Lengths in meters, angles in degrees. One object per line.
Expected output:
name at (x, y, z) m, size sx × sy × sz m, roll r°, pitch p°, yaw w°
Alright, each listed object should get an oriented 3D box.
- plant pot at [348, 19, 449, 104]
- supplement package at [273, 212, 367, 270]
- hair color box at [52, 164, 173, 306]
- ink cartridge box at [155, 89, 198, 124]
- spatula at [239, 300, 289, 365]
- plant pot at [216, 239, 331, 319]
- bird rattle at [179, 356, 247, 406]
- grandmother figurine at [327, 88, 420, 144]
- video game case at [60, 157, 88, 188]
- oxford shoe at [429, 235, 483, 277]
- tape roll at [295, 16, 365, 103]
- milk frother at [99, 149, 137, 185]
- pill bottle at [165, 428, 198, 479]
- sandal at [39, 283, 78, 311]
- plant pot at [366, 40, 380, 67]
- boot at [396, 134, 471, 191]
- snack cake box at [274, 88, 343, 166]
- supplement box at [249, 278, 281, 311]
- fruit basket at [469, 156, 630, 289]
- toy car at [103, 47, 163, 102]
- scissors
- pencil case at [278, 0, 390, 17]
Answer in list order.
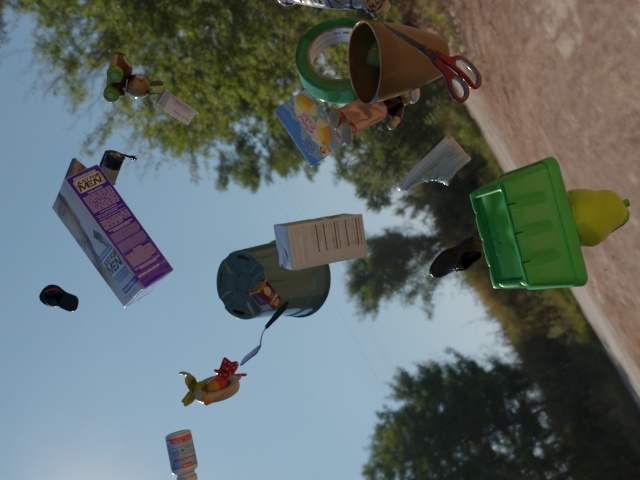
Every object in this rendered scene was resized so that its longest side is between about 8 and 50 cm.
plant pot at (0.241, -0.531, 1.807) m, size 0.237 × 0.254 × 0.237 m, roll 171°, pitch 90°, yaw -72°
supplement package at (0.000, 0.000, 1.852) m, size 0.139 × 0.244 × 0.134 m, roll -170°, pitch 72°, yaw -69°
hair color box at (-0.551, -0.007, 1.614) m, size 0.110 × 0.185 × 0.339 m, roll -35°, pitch -90°, yaw -39°
ink cartridge box at (-0.547, -0.506, 2.336) m, size 0.115 × 0.067 × 0.198 m, roll 31°, pitch -176°, yaw -31°
spatula at (-0.194, 0.325, 2.134) m, size 0.030 × 0.296 × 0.084 m, roll 32°, pitch -164°, yaw -4°
plant pot at (-0.193, 0.149, 2.324) m, size 0.334 × 0.341 × 0.341 m, roll -5°, pitch -118°, yaw -55°
bird rattle at (-0.370, 0.524, 2.185) m, size 0.207 × 0.253 × 0.143 m, roll 18°, pitch 111°, yaw 58°
grandmother figurine at (0.184, -0.436, 1.978) m, size 0.208 × 0.342 × 0.104 m, roll 57°, pitch 153°, yaw 9°
video game case at (-0.709, -0.156, 1.869) m, size 0.166 × 0.015 × 0.119 m, roll 49°, pitch -144°, yaw -46°
oxford shoe at (0.477, 0.075, 2.173) m, size 0.083 × 0.227 × 0.096 m, roll 40°, pitch -148°, yaw -18°
tape roll at (0.076, -0.623, 2.114) m, size 0.077 × 0.321 × 0.321 m, roll 73°, pitch 173°, yaw -64°
milk frother at (-0.883, -0.318, 2.669) m, size 0.143 × 0.135 × 0.129 m, roll 15°, pitch -153°, yaw -30°
pill bottle at (-0.445, 0.699, 1.978) m, size 0.087 × 0.087 × 0.160 m, roll 9°, pitch -114°, yaw -71°
sandal at (-0.790, 0.171, 1.829) m, size 0.040 × 0.179 × 0.067 m, roll 11°, pitch -92°, yaw -55°
plant pot at (0.186, -0.519, 1.743) m, size 0.079 × 0.083 × 0.083 m, roll 32°, pitch -173°, yaw 19°
boot at (0.375, -0.220, 2.032) m, size 0.123 × 0.258 × 0.095 m, roll 46°, pitch -147°, yaw 2°
snack cake box at (-0.043, -0.447, 2.418) m, size 0.264 × 0.089 × 0.152 m, roll 55°, pitch -132°, yaw -10°
supplement box at (-0.167, 0.167, 1.851) m, size 0.083 × 0.043 × 0.055 m, roll 52°, pitch -137°, yaw -22°
fruit basket at (0.660, -0.048, 1.742) m, size 0.392 × 0.392 × 0.283 m, roll 57°, pitch 160°, yaw -5°
toy car at (-0.625, -0.540, 2.073) m, size 0.188 × 0.149 × 0.155 m, roll 11°, pitch -141°, yaw -21°
scissors at (0.272, -0.450, 1.469) m, size 0.297 × 0.109 × 0.021 m, roll 39°, pitch 164°, yaw -17°
pencil case at (0.035, -0.860, 2.079) m, size 0.410 × 0.160 × 0.183 m, roll 19°, pitch 153°, yaw 29°
